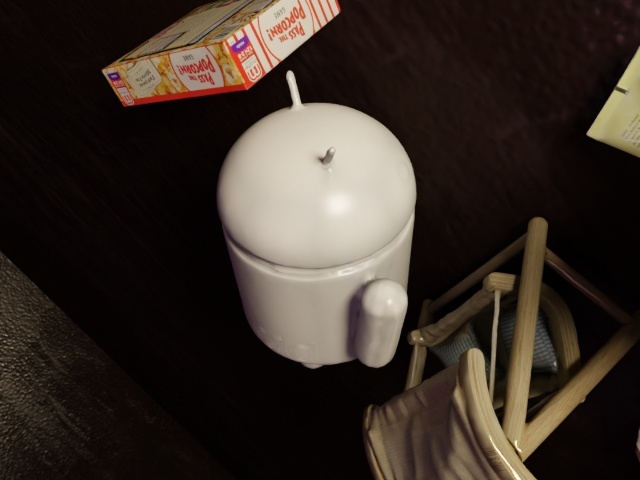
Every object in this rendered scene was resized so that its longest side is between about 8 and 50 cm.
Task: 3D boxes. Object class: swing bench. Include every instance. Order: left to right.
[{"bbox_3d":[0.170,0.157,0.609,0.165,0.255,0.253,38,148,3],"label":"swing bench"}]

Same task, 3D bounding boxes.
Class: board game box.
[{"bbox_3d":[-0.099,-0.192,0.562,0.193,0.147,0.045,7,135,42],"label":"board game box"}]

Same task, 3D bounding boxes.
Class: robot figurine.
[{"bbox_3d":[0.000,0.000,0.642,0.300,0.200,0.353,50,157,36],"label":"robot figurine"}]

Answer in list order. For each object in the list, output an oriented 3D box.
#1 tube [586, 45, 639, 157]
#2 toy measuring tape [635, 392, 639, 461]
[{"bbox_3d":[0.314,-0.053,0.400,0.240,0.062,0.070,33,104,19],"label":"tube"},{"bbox_3d":[0.369,0.174,0.554,0.121,0.121,0.330,17,144,32],"label":"toy measuring tape"}]
